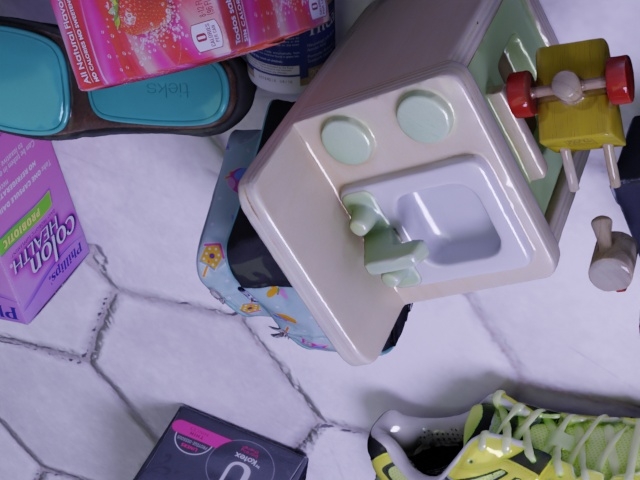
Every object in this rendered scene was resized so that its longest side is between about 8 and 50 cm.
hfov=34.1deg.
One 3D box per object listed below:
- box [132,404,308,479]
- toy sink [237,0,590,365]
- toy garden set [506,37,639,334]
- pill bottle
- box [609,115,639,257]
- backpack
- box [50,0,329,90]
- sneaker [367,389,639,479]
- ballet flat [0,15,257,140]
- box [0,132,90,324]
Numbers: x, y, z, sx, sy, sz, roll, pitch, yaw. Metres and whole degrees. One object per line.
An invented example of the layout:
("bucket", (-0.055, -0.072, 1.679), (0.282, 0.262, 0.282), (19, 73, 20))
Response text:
("box", (-0.122, 0.346, 1.202), (0.165, 0.143, 0.270), (20, 135, 12))
("toy sink", (0.077, -0.055, 0.668), (0.131, 0.234, 0.153), (-13, 120, 37))
("toy garden set", (0.234, -0.029, 0.609), (0.203, 0.049, 0.244), (-6, 123, 28))
("pill bottle", (-0.023, -0.170, 0.740), (0.067, 0.067, 0.120), (14, 134, 17))
("box", (0.296, -0.012, 0.689), (0.158, 0.093, 0.156), (-9, 123, 33))
("backpack", (0.000, 0.000, 0.804), (0.144, 0.166, 0.188), (-6, 148, 29))
("box", (-0.104, -0.233, 0.636), (0.128, 0.122, 0.257), (-7, 105, 34))
("sneaker", (0.200, 0.209, 0.906), (0.384, 0.145, 0.147), (-16, 120, 36))
("ballet flat", (-0.182, -0.126, 0.837), (0.280, 0.096, 0.095), (9, 106, 12))
("box", (-0.367, -0.060, 0.991), (0.213, 0.117, 0.243), (9, 132, 22))
